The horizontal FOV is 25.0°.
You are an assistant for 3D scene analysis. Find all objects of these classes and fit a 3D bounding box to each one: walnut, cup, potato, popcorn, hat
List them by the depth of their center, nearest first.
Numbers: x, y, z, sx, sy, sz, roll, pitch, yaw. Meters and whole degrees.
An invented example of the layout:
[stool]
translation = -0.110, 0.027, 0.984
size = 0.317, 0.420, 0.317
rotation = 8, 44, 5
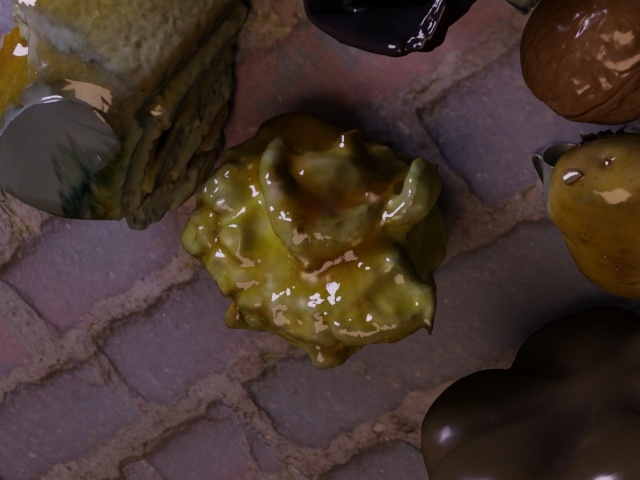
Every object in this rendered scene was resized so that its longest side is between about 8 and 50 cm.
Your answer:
[walnut]
translation = 0.298, -0.203, 1.462
size = 0.167, 0.167, 0.207
rotation = 41, 133, -6
[hat]
translation = 0.065, -0.353, 1.497
size = 0.238, 0.209, 0.336
rotation = -39, 83, 23
[potato]
translation = 0.339, -0.026, 1.551
size = 0.173, 0.140, 0.300
rotation = -11, 154, 15
[cup]
translation = 0.273, -0.066, 1.661
size = 0.075, 0.054, 0.083
rotation = 12, 133, 20
[popcorn]
translation = 0.009, 0.003, 1.711
size = 0.335, 0.279, 0.274
rotation = 25, 94, 11

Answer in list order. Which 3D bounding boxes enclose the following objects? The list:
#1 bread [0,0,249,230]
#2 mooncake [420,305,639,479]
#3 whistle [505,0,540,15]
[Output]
[bread]
translation = -0.252, -0.196, 1.712
size = 0.239, 0.264, 0.395
rotation = 29, 136, 12
[mooncake]
translation = 0.347, 0.252, 1.619
size = 0.467, 0.467, 0.262
rotation = -11, 115, 35
[whistle]
translation = 0.289, -0.351, 1.332
size = 0.346, 0.142, 0.134
rotation = -47, 54, 25
